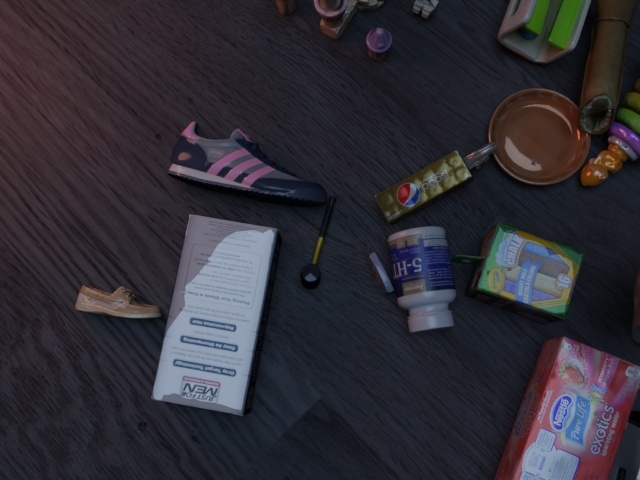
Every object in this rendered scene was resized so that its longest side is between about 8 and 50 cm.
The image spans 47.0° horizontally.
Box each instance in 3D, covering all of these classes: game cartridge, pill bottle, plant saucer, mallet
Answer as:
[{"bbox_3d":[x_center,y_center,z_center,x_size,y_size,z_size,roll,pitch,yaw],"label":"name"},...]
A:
[{"bbox_3d":[0.115,0.065,1.411,0.017,0.056,0.083,-25,79,-11],"label":"game cartridge"},{"bbox_3d":[0.194,0.075,1.379,0.112,0.112,0.187,-8,79,0],"label":"pill bottle"},{"bbox_3d":[0.431,-0.203,1.461,0.200,0.037,0.200,0,81,1],"label":"plant saucer"},{"bbox_3d":[0.000,0.000,1.423,0.039,0.062,0.190,15,80,3],"label":"mallet"}]

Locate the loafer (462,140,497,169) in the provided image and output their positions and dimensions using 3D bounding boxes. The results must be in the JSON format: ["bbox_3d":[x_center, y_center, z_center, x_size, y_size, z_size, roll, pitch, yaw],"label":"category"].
[{"bbox_3d":[0.294,-0.151,1.445,0.125,0.045,0.039,-28,96,18],"label":"loafer"}]

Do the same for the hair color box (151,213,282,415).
[{"bbox_3d":[-0.189,0.139,1.381,0.174,0.105,0.347,10,80,4],"label":"hair color box"}]

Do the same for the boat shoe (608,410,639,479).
[{"bbox_3d":[0.579,0.484,1.294,0.158,0.127,0.340,17,91,-12],"label":"boat shoe"}]

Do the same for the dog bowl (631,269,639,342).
[{"bbox_3d":[0.671,0.085,1.169,0.348,0.349,0.102,-1,68,1],"label":"dog bowl"}]

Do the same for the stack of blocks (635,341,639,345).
[{"bbox_3d":[0.725,0.082,1.375,0.171,0.087,0.297,19,81,5],"label":"stack of blocks"}]

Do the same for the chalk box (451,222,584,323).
[{"bbox_3d":[0.353,0.056,1.368,0.213,0.132,0.132,20,81,4],"label":"chalk box"}]

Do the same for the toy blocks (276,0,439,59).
[{"bbox_3d":[0.088,-0.548,1.421,0.309,0.260,0.288,30,81,7],"label":"toy blocks"}]

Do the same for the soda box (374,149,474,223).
[{"bbox_3d":[0.200,-0.101,1.414,0.181,0.058,0.061,-29,79,12],"label":"soda box"}]

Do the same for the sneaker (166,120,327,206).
[{"bbox_3d":[-0.133,-0.149,1.429,0.319,0.112,0.131,13,83,3],"label":"sneaker"}]

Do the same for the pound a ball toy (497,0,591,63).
[{"bbox_3d":[0.430,-0.542,1.461,0.208,0.136,0.319,23,78,-17],"label":"pound a ball toy"}]

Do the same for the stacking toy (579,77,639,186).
[{"bbox_3d":[0.616,-0.215,1.412,0.166,0.175,0.302,38,99,-21],"label":"stacking toy"}]

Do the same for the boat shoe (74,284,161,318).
[{"bbox_3d":[-0.387,0.117,1.412,0.170,0.063,0.059,7,86,4],"label":"boat shoe"}]

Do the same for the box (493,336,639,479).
[{"bbox_3d":[0.433,0.338,1.308,0.154,0.142,0.300,21,81,5],"label":"box"}]

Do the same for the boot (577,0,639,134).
[{"bbox_3d":[0.546,-0.372,1.375,0.089,0.236,0.269,10,67,21],"label":"boot"}]
